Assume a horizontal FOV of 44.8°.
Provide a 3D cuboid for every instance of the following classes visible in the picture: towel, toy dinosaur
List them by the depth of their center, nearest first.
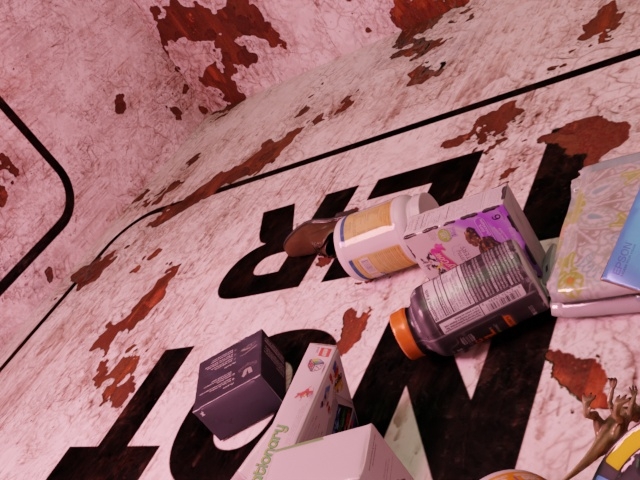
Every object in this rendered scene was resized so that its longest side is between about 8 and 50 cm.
[{"bbox_3d":[0.351,0.229,0.942,0.183,0.092,0.053,-29,23,-34],"label":"toy dinosaur"},{"bbox_3d":[0.543,-0.027,1.182,0.375,0.090,0.320,-14,36,39],"label":"towel"}]

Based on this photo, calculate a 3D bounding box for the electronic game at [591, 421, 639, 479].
[{"bbox_3d":[0.371,0.285,0.820,0.229,0.048,0.229,-48,21,26],"label":"electronic game"}]

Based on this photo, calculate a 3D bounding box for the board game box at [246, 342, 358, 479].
[{"bbox_3d":[-0.025,0.329,1.150,0.053,0.193,0.305,4,41,22],"label":"board game box"}]

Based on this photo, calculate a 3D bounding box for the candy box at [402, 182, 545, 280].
[{"bbox_3d":[0.270,0.010,1.365,0.196,0.164,0.070,-20,28,31],"label":"candy box"}]

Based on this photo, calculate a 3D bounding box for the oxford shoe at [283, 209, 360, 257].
[{"bbox_3d":[0.000,0.000,1.830,0.227,0.083,0.096,-21,33,32],"label":"oxford shoe"}]

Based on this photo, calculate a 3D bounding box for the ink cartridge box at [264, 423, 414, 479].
[{"bbox_3d":[0.047,0.351,0.998,0.154,0.212,0.093,-23,25,26],"label":"ink cartridge box"}]

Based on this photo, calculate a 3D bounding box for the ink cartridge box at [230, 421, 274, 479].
[{"bbox_3d":[-0.064,0.323,1.278,0.224,0.056,0.181,-48,-7,-30],"label":"ink cartridge box"}]

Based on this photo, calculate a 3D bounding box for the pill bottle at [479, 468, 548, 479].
[{"bbox_3d":[0.244,0.341,0.767,0.152,0.152,0.272,-40,10,-8],"label":"pill bottle"}]

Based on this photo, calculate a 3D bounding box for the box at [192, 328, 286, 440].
[{"bbox_3d":[-0.155,0.280,1.520,0.156,0.093,0.158,-30,24,12],"label":"box"}]

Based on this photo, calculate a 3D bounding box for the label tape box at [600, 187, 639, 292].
[{"bbox_3d":[0.549,0.002,0.933,0.334,0.106,0.240,21,86,50],"label":"label tape box"}]

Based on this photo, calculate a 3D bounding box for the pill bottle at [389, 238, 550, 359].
[{"bbox_3d":[0.238,0.107,1.279,0.246,0.130,0.130,-29,26,15],"label":"pill bottle"}]

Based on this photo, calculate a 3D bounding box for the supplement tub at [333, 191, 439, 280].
[{"bbox_3d":[0.143,-0.009,1.585,0.200,0.144,0.144,-20,29,30],"label":"supplement tub"}]

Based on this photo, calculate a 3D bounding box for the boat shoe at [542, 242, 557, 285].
[{"bbox_3d":[0.396,0.045,1.303,0.100,0.035,0.035,-68,3,-50],"label":"boat shoe"}]
